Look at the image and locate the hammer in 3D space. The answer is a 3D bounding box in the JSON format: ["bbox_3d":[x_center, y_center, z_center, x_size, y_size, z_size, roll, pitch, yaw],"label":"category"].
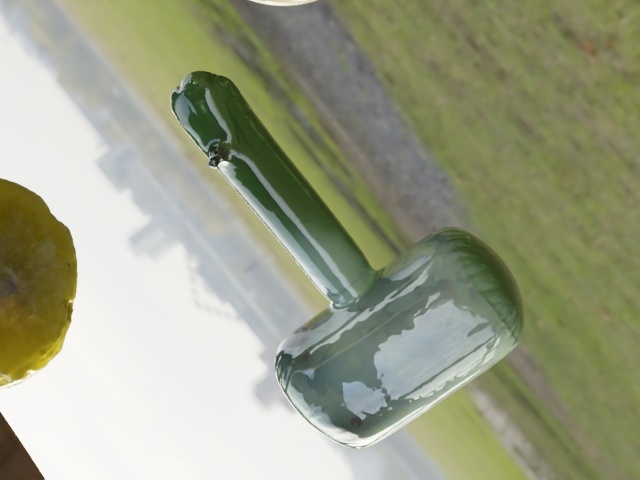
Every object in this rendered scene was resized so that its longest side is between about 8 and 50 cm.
[{"bbox_3d":[0.000,0.000,1.387,0.335,0.206,0.119,50,-171,-16],"label":"hammer"}]

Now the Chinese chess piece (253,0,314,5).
[{"bbox_3d":[-0.038,-0.341,1.583,0.257,0.104,0.257,172,90,-78],"label":"Chinese chess piece"}]

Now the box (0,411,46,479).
[{"bbox_3d":[-0.325,0.180,1.243,0.301,0.216,0.301,48,163,20],"label":"box"}]

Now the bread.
[{"bbox_3d":[-0.328,0.051,1.636,0.197,0.197,0.170,51,145,-9],"label":"bread"}]
